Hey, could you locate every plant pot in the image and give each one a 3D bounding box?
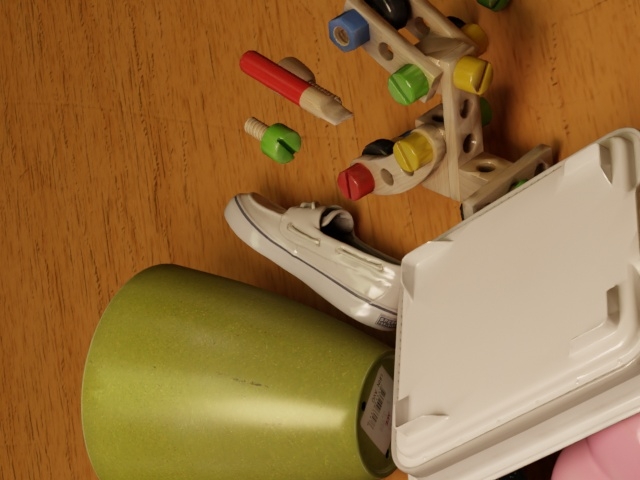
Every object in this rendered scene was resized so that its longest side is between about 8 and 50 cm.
[{"bbox_3d":[-0.057,0.172,1.780,0.293,0.275,0.275,4,88,31],"label":"plant pot"}]

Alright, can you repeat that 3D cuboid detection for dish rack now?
[{"bbox_3d":[0.176,0.055,1.446,0.333,0.072,0.285,-32,38,37],"label":"dish rack"}]

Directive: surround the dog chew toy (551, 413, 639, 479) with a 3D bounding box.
[{"bbox_3d":[0.297,0.215,1.447,0.206,0.206,0.332,48,126,38],"label":"dog chew toy"}]

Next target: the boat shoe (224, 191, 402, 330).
[{"bbox_3d":[0.000,0.000,1.837,0.267,0.096,0.088,37,107,40],"label":"boat shoe"}]

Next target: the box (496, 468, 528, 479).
[{"bbox_3d":[0.148,0.207,1.620,0.159,0.044,0.233,80,167,-57],"label":"box"}]

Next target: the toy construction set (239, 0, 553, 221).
[{"bbox_3d":[0.101,-0.116,1.621,0.237,0.309,0.257,34,117,37],"label":"toy construction set"}]
